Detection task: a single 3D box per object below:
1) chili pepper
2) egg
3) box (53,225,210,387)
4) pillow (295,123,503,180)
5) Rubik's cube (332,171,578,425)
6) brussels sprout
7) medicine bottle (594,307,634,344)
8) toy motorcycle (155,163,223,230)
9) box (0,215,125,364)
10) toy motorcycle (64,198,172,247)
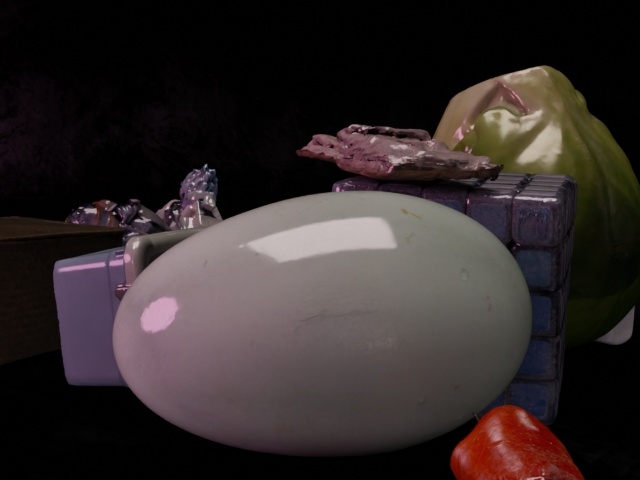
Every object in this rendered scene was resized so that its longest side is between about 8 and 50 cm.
[{"bbox_3d":[0.144,0.169,0.993,0.084,0.086,0.192,-25,19,-3],"label":"chili pepper"},{"bbox_3d":[0.007,0.073,1.139,0.371,0.230,0.230,-3,8,-19],"label":"egg"},{"bbox_3d":[-0.176,0.073,1.384,0.130,0.162,0.227,-5,3,18],"label":"box"},{"bbox_3d":[0.077,-0.089,1.350,0.135,0.049,0.248,3,8,-22],"label":"pillow"},{"bbox_3d":[0.146,0.048,1.400,0.237,0.237,0.238,2,8,12],"label":"Rubik's cube"},{"bbox_3d":[0.262,-0.032,1.639,0.289,0.354,0.281,-13,4,-35],"label":"brussels sprout"},{"bbox_3d":[0.337,0.099,1.842,0.183,0.069,0.119,9,9,30],"label":"medicine bottle"},{"bbox_3d":[-0.176,-0.012,1.934,0.239,0.204,0.108,11,-2,28],"label":"toy motorcycle"},{"bbox_3d":[-0.369,0.050,1.514,0.184,0.143,0.273,6,6,26],"label":"box"},{"bbox_3d":[-0.192,0.040,1.678,0.401,0.134,0.207,25,-15,30],"label":"toy motorcycle"}]
